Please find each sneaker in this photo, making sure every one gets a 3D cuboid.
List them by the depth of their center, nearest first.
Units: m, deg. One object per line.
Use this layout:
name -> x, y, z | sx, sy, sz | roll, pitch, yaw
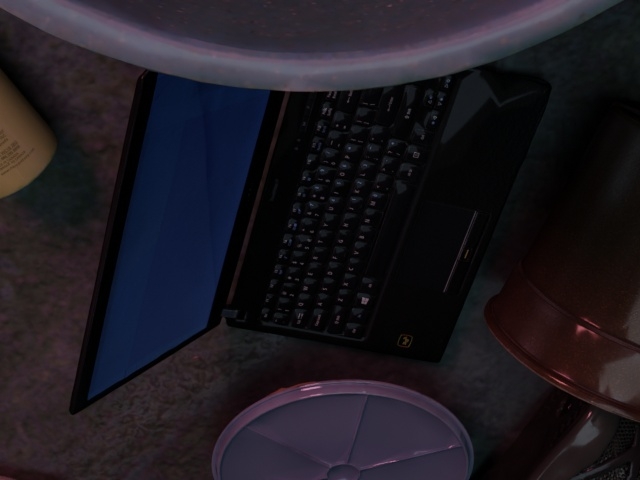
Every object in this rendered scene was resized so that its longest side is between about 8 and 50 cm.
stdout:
sneaker -> 0.192, 0.216, 0.842 | 0.130, 0.087, 0.227 | 32, 108, -15

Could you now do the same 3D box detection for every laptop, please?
laptop -> 0.000, 0.000, 0.667 | 0.264, 0.136, 0.234 | 12, 119, -12

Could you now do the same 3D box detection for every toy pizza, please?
toy pizza -> 0.017, 0.168, 0.820 | 0.201, 0.032, 0.201 | -1, 132, -1

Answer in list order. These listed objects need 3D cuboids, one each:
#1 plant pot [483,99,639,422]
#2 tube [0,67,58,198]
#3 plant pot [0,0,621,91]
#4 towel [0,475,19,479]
plant pot -> 0.215, 0.008, 0.687 | 0.167, 0.167, 0.165 | 16, 110, -14
tube -> -0.242, -0.124, 0.593 | 0.070, 0.062, 0.240 | -51, 130, -17
plant pot -> -0.012, -0.274, 0.388 | 0.341, 0.334, 0.341 | -3, 120, -4
towel -> -0.399, 0.274, 0.850 | 0.324, 0.056, 0.312 | 16, 121, -17
